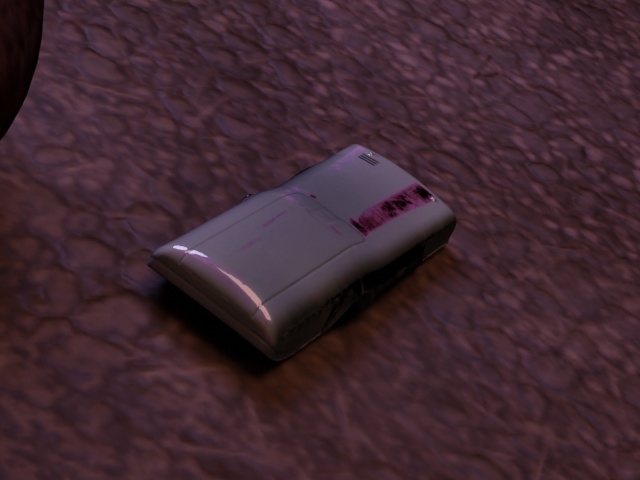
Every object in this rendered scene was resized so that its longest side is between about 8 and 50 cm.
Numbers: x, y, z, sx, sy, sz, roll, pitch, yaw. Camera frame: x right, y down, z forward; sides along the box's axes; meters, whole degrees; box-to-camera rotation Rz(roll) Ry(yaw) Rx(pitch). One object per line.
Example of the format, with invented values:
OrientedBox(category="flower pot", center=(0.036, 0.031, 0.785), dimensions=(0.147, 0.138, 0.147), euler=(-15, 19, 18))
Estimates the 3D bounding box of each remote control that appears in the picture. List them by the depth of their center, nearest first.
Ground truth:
OrientedBox(category="remote control", center=(0.000, 0.000, 0.770), dimensions=(0.065, 0.029, 0.166), euler=(36, 31, 15))

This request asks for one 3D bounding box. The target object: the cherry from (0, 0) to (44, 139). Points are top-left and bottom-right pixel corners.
OrientedBox(category="cherry", center=(-0.174, -0.098, 0.674), dimensions=(0.176, 0.140, 0.176), euler=(34, 28, -20))
